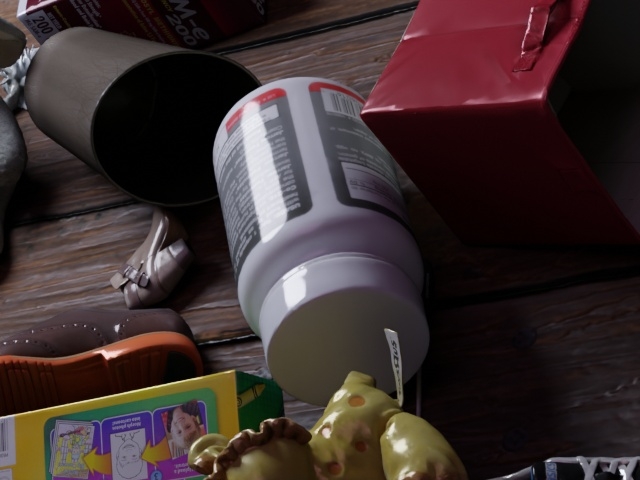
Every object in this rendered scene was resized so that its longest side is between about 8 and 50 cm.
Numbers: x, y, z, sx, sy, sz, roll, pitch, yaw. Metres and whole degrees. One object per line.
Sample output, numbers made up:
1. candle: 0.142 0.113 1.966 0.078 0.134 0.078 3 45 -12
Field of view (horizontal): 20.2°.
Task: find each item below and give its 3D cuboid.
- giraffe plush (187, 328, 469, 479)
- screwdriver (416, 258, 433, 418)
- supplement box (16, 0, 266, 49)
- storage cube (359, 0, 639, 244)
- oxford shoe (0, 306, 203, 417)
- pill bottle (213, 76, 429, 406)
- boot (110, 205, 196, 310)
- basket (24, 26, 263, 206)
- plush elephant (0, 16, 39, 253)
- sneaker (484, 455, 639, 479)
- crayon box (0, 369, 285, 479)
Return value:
1. giraffe plush: 0.000 0.189 1.329 0.170 0.210 0.181 -15 -2 -20
2. screwdriver: 0.084 0.085 1.537 0.024 0.025 0.170 -14 46 22
3. supplement box: -0.192 -0.261 1.946 0.239 0.130 0.073 -19 45 19
4. storage cube: 0.185 -0.118 1.522 0.193 0.215 0.184 0 54 41
5. oxford shoe: -0.247 0.119 1.635 0.271 0.097 0.098 -7 33 -11
6. pill bottle: 0.000 0.000 1.556 0.161 0.161 0.283 -26 40 11
7. boot: -0.169 0.016 1.753 0.087 0.042 0.118 -40 35 8
8. basket: -0.193 -0.136 1.818 0.227 0.204 0.154 25 112 52
9. plush elephant: -0.440 -0.156 1.918 0.272 0.255 0.330 6 57 37
10. sneaker: 0.207 0.192 1.317 0.237 0.086 0.085 -15 44 19
11. crayon box: -0.163 0.216 1.494 0.278 0.081 0.165 -12 73 23
